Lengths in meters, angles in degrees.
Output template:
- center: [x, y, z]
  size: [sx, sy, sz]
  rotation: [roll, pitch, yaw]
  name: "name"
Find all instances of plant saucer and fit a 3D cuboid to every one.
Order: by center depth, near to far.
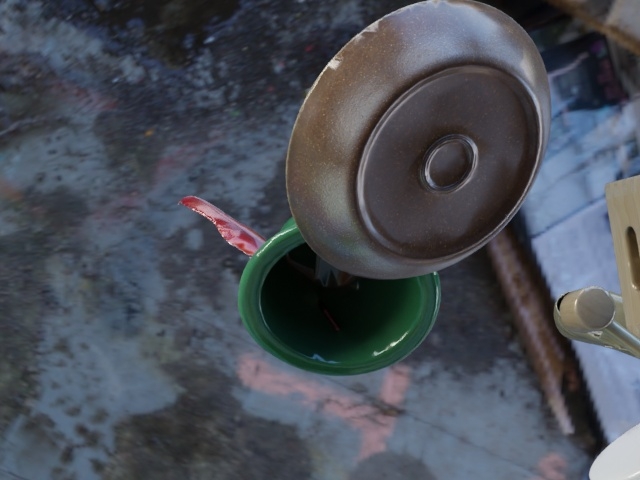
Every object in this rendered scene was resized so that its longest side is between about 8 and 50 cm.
- center: [0.074, -0.055, 0.928]
  size: [0.198, 0.036, 0.198]
  rotation: [-14, 122, -24]
  name: "plant saucer"

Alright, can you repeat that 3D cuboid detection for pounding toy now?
- center: [0.270, 0.038, 1.122]
  size: [0.206, 0.094, 0.181]
  rotation: [-8, 88, -16]
  name: "pounding toy"

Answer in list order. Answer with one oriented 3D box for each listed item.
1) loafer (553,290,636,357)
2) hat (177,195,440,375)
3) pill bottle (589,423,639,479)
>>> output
- center: [0.273, 0.075, 1.290]
  size: [0.050, 0.148, 0.056]
  rotation: [29, 69, -55]
  name: "loafer"
- center: [0.000, 0.000, 1.344]
  size: [0.208, 0.183, 0.173]
  rotation: [30, 116, -22]
  name: "hat"
- center: [0.346, 0.282, 1.220]
  size: [0.152, 0.152, 0.272]
  rotation: [-35, 96, -19]
  name: "pill bottle"
